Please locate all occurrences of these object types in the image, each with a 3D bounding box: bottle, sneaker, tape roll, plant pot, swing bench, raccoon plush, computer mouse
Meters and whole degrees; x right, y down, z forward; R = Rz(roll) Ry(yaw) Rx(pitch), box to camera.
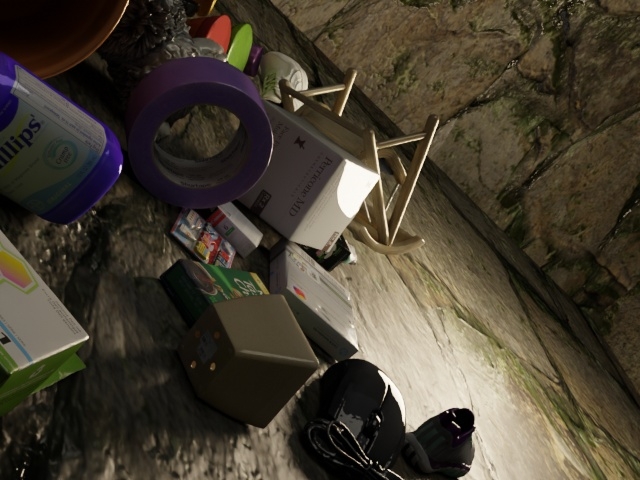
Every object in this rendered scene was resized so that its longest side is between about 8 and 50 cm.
[{"bbox_3d":[-0.328,-0.125,1.076,0.283,0.118,0.092,38,18,-38],"label":"bottle"},{"bbox_3d":[0.032,0.007,1.951,0.098,0.038,0.069,59,13,24],"label":"sneaker"},{"bbox_3d":[-0.162,-0.141,1.460,0.189,0.189,0.080,39,17,-32],"label":"tape roll"},{"bbox_3d":[-0.367,-0.335,1.248,0.291,0.291,0.203,41,0,-25],"label":"plant pot"},{"bbox_3d":[0.198,0.282,1.579,0.083,0.098,0.224,54,16,20],"label":"sneaker"},{"bbox_3d":[-0.087,0.123,1.178,0.096,0.109,0.109,15,34,-42],"label":"plant pot"},{"bbox_3d":[0.053,-0.130,1.906,0.165,0.254,0.253,-15,35,-33],"label":"swing bench"},{"bbox_3d":[-0.082,-0.298,2.254,0.115,0.090,0.232,13,49,-51],"label":"sneaker"},{"bbox_3d":[-0.346,-0.326,1.583,0.447,0.299,0.216,17,30,7],"label":"raccoon plush"},{"bbox_3d":[0.066,0.226,1.395,0.188,0.072,0.272,44,15,-14],"label":"computer mouse"}]

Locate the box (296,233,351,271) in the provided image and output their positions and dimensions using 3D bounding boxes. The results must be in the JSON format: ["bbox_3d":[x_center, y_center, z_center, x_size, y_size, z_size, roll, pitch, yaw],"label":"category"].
[{"bbox_3d":[0.000,0.000,1.835,0.083,0.052,0.062,39,16,-36],"label":"box"}]

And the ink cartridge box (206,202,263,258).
[{"bbox_3d":[-0.134,-0.031,1.572,0.115,0.029,0.063,45,15,-8],"label":"ink cartridge box"}]

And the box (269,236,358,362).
[{"bbox_3d":[-0.011,0.083,1.612,0.145,0.038,0.186,42,14,-18],"label":"box"}]

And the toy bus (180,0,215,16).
[{"bbox_3d":[-0.282,-0.518,2.116,0.220,0.149,0.211,23,7,0],"label":"toy bus"}]

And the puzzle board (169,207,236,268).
[{"bbox_3d":[-0.153,0.001,1.470,0.096,0.011,0.128,45,14,-12],"label":"puzzle board"}]

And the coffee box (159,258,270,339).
[{"bbox_3d":[-0.106,0.082,1.334,0.113,0.040,0.184,54,16,23],"label":"coffee box"}]

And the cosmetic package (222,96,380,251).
[{"bbox_3d":[-0.039,-0.100,1.710,0.184,0.151,0.151,37,9,25],"label":"cosmetic package"}]

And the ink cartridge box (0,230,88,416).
[{"bbox_3d":[-0.270,0.034,0.873,0.189,0.097,0.255,49,15,4],"label":"ink cartridge box"}]

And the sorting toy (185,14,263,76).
[{"bbox_3d":[-0.219,-0.384,2.172,0.126,0.127,0.365,20,8,10],"label":"sorting toy"}]
